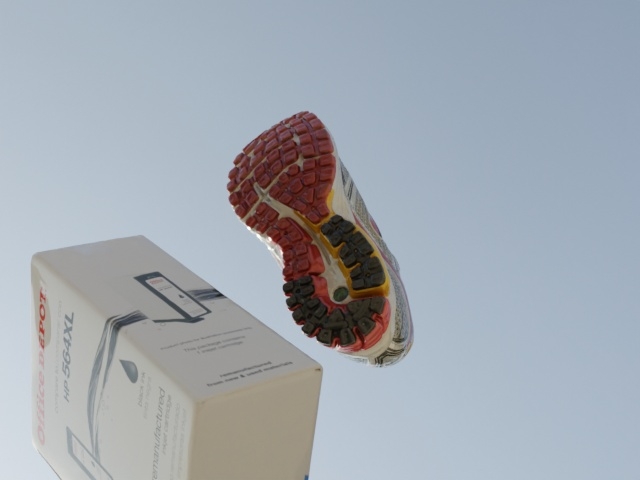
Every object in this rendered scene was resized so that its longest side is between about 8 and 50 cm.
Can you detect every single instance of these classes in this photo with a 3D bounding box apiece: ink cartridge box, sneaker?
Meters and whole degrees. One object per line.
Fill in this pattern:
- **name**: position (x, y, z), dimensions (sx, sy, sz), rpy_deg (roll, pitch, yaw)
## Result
- **ink cartridge box**: position (-0.097, 0.103, 0.621), dimensions (0.085, 0.203, 0.148), rpy_deg (-11, -63, -37)
- **sneaker**: position (0.000, 0.000, 0.733), dimensions (0.088, 0.225, 0.093), rpy_deg (-29, -38, 11)
